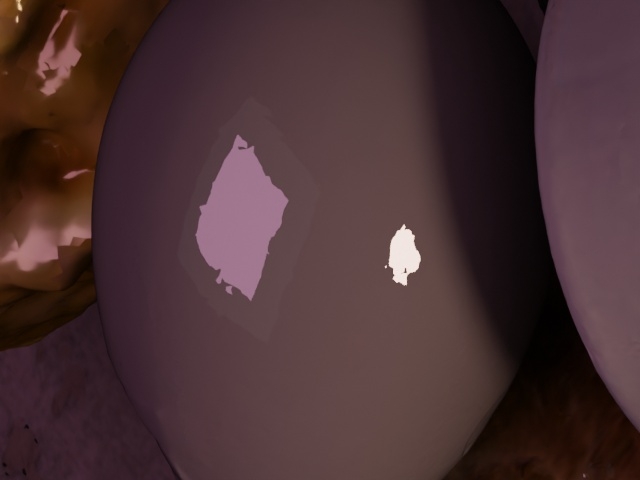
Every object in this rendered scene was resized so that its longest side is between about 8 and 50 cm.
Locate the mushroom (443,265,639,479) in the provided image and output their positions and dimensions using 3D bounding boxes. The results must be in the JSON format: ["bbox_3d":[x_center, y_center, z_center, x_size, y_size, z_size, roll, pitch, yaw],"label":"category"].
[{"bbox_3d":[0.109,0.146,0.796,0.278,0.146,0.278,-4,80,23],"label":"mushroom"}]

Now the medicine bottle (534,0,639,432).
[{"bbox_3d":[0.226,-0.036,0.619,0.232,0.238,0.238,-9,86,45],"label":"medicine bottle"}]

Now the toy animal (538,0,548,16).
[{"bbox_3d":[0.141,-0.100,0.797,0.117,0.121,0.210,-13,76,24],"label":"toy animal"}]

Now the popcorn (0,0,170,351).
[{"bbox_3d":[-0.193,-0.111,0.931,0.390,0.344,0.354,-22,81,56],"label":"popcorn"}]

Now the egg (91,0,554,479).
[{"bbox_3d":[0.000,0.000,0.734,0.176,0.176,0.232,15,98,42],"label":"egg"}]
